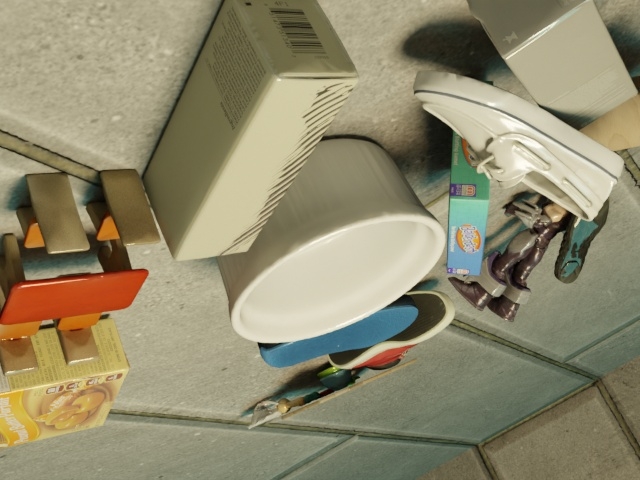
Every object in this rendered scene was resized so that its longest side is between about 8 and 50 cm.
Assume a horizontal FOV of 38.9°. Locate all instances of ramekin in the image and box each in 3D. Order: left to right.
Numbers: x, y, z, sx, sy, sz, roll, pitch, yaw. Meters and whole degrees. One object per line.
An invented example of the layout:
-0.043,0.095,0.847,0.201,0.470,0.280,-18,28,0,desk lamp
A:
0.000,0.000,1.108,0.277,0.135,0.277,-20,153,-10,ramekin

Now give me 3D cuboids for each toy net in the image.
-0.039,0.298,1.749,0.232,0.045,0.122,-24,171,4,toy net

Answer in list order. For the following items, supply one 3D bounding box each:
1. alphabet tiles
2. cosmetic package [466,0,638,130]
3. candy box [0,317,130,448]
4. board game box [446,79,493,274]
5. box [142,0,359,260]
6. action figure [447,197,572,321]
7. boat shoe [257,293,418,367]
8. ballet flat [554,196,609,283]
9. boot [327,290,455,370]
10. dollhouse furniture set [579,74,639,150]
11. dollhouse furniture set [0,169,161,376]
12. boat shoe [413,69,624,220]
0.044,0.286,1.713,0.237,0.009,0.198,-15,167,-45,alphabet tiles
0.234,-0.211,0.929,0.107,0.127,0.238,-32,156,15,cosmetic package
-0.424,0.201,1.164,0.317,0.087,0.183,-9,150,-31,candy box
0.181,-0.071,1.107,0.047,0.160,0.210,3,156,9,board game box
-0.078,-0.102,0.876,0.094,0.113,0.275,-8,151,-34,box
0.342,-0.004,1.452,0.185,0.099,0.285,18,117,-46,action figure
0.024,0.116,1.412,0.258,0.089,0.109,-9,138,-19,boat shoe
0.393,-0.012,1.386,0.058,0.049,0.173,6,122,-14,ballet flat
0.152,0.164,1.616,0.244,0.088,0.176,-28,156,25,boot
0.414,-0.235,1.128,0.356,0.173,0.303,-9,-167,34,dollhouse furniture set
-0.310,0.064,0.951,0.259,0.135,0.262,-6,148,-34,dollhouse furniture set
0.205,-0.097,0.957,0.258,0.084,0.095,23,178,-14,boat shoe
